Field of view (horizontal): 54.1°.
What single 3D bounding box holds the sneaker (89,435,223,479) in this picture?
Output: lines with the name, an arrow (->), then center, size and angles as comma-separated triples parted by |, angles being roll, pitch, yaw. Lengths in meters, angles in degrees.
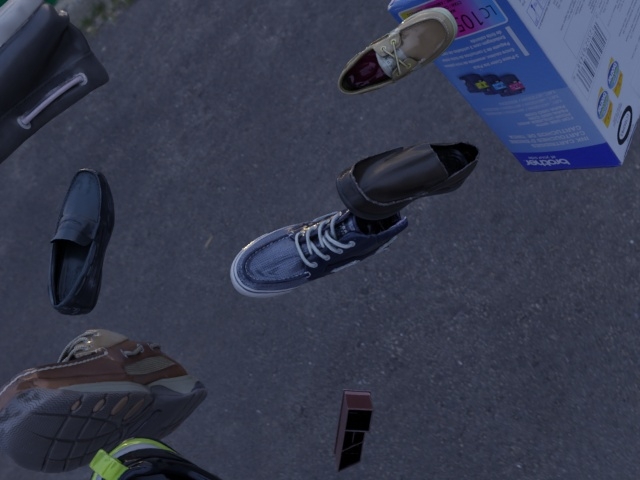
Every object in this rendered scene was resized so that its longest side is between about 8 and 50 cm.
sneaker -> -0.055, 0.212, 0.403 | 0.084, 0.235, 0.097 | -58, 11, -24

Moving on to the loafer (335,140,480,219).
loafer -> 0.114, -0.091, 0.784 | 0.080, 0.220, 0.078 | 60, 144, 13

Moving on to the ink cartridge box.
ink cartridge box -> 0.300, -0.270, 0.795 | 0.151, 0.395, 0.269 | 3, 61, 53

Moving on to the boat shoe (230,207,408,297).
boat shoe -> 0.000, 0.000, 1.159 | 0.341, 0.158, 0.127 | -21, 78, -20

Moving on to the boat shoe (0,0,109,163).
boat shoe -> -0.276, -0.043, 0.455 | 0.112, 0.095, 0.335 | 3, 56, 48

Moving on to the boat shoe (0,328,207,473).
boat shoe -> -0.240, 0.161, 0.675 | 0.123, 0.324, 0.116 | -42, 73, -1

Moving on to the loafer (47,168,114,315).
loafer -> -0.353, -0.002, 0.917 | 0.076, 0.078, 0.223 | 2, 79, 8

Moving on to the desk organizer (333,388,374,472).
desk organizer -> 0.054, 0.313, 1.023 | 0.050, 0.047, 0.130 | -100, 16, -68

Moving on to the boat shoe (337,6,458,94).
boat shoe -> 0.071, -0.175, 0.604 | 0.135, 0.050, 0.045 | -23, 21, 47
